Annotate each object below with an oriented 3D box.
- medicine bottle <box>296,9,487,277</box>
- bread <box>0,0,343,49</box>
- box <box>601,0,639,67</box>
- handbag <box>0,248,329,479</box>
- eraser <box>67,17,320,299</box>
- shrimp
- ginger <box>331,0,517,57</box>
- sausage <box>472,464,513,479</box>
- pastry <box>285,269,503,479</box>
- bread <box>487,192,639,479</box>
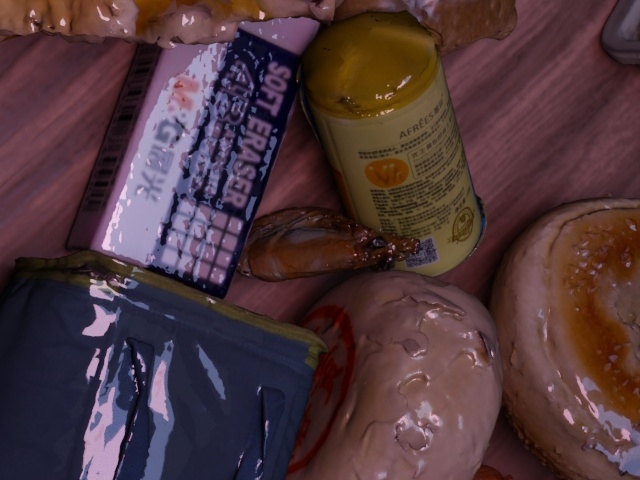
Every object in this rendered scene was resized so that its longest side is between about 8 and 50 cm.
[{"bbox_3d":[0.060,-0.083,1.426,0.124,0.124,0.239,-41,136,-21],"label":"medicine bottle"},{"bbox_3d":[-0.146,-0.329,1.240,0.250,0.361,0.394,2,89,-70],"label":"bread"},{"bbox_3d":[0.441,-0.253,1.652,0.182,0.175,0.312,40,74,-33],"label":"box"},{"bbox_3d":[-0.153,0.155,1.313,0.263,0.222,0.241,24,76,-28],"label":"handbag"},{"bbox_3d":[-0.099,-0.104,1.404,0.130,0.086,0.287,22,82,-27],"label":"eraser"},{"bbox_3d":[0.000,0.000,1.413,0.091,0.184,0.043,-52,132,-37],"label":"shrimp"},{"bbox_3d":[0.101,-0.293,1.482,0.219,0.123,0.270,8,88,-25],"label":"ginger"},{"bbox_3d":[0.030,0.259,1.508,0.348,0.053,0.053,-12,98,-27],"label":"sausage"},{"bbox_3d":[0.046,0.143,1.402,0.133,0.265,0.264,26,80,-26],"label":"pastry"},{"bbox_3d":[0.277,0.110,1.548,0.305,0.159,0.305,12,60,-22],"label":"bread"}]
